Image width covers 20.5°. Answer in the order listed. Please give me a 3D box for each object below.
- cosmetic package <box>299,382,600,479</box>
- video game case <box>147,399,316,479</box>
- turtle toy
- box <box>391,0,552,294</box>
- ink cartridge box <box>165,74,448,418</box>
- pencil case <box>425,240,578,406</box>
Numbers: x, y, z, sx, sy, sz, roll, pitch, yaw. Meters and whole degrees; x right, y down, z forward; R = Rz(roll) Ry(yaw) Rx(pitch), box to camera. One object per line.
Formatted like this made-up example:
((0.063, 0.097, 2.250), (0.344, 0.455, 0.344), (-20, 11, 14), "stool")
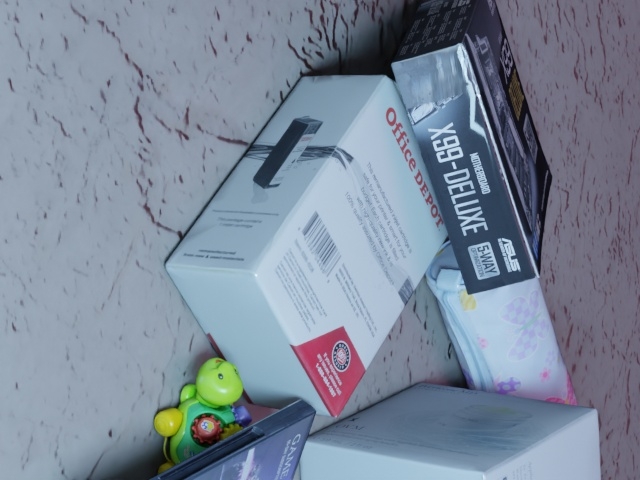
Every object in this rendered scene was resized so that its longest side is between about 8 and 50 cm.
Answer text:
((0.135, 0.247, 1.803), (0.224, 0.224, 0.138), (-17, 108, -51), "cosmetic package")
((-0.118, 0.265, 1.567), (0.274, 0.026, 0.196), (-24, 140, -50), "video game case")
((-0.099, 0.171, 1.616), (0.095, 0.066, 0.130), (-14, 105, -51), "turtle toy")
((0.159, -0.115, 1.787), (0.307, 0.076, 0.242), (-64, 137, -68), "box")
((0.000, 0.000, 1.687), (0.273, 0.114, 0.197), (-55, 134, -33), "ink cartridge box")
((0.202, 0.121, 1.972), (0.124, 0.113, 0.273), (-33, 122, -23), "pencil case")
